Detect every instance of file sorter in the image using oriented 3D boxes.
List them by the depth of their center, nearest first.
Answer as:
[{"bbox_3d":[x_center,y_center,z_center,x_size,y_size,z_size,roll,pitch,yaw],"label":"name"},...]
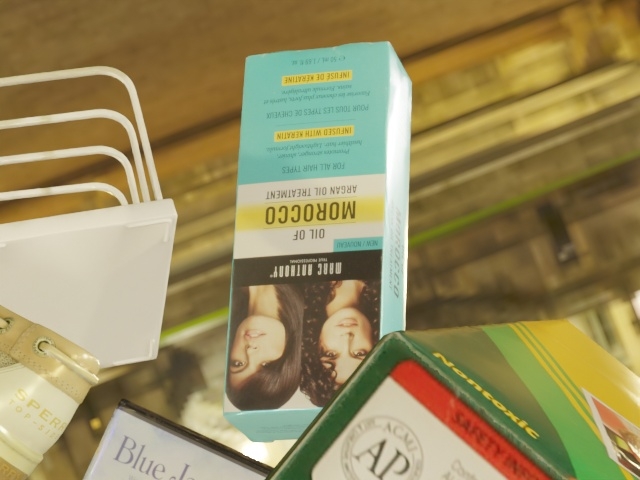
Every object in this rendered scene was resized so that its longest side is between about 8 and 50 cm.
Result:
[{"bbox_3d":[-0.254,-0.008,1.736,0.193,0.173,0.278,-9,151,-14],"label":"file sorter"}]

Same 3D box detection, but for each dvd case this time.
[{"bbox_3d":[-0.148,0.290,1.669,0.022,0.180,0.253,-80,-165,-83],"label":"dvd case"}]

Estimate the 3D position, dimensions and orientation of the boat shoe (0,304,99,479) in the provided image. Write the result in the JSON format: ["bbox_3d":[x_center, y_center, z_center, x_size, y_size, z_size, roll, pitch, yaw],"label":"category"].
[{"bbox_3d":[-0.118,0.018,0.574,0.048,0.056,0.153,-47,-139,-3],"label":"boat shoe"}]

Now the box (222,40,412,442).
[{"bbox_3d":[0.000,0.000,1.167,0.100,0.244,0.060,-4,157,16],"label":"box"}]

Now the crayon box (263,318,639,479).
[{"bbox_3d":[0.165,0.175,0.602,0.106,0.363,0.313,-52,167,10],"label":"crayon box"}]
